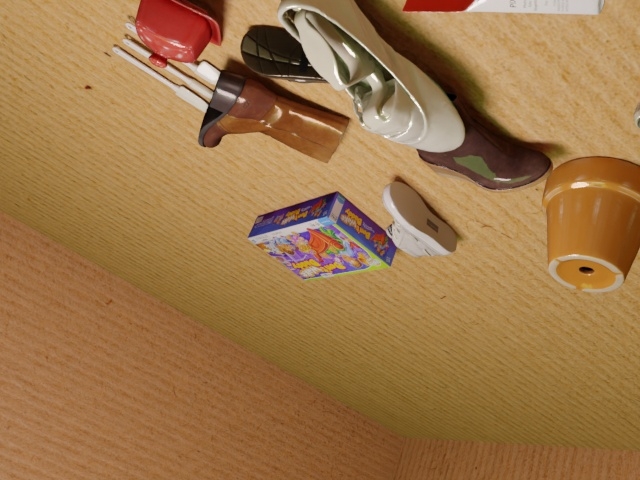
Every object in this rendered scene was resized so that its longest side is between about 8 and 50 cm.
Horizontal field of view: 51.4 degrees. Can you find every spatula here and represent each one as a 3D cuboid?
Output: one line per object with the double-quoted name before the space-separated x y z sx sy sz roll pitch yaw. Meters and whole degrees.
"spatula" -0.310 -0.361 1.388 0.242 0.019 0.168 32 158 -20

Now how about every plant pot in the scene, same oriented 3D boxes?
"plant pot" 0.500 -0.016 1.215 0.205 0.188 0.205 18 154 9

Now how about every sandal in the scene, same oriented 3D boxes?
"sandal" -0.039 -0.324 1.197 0.219 0.090 0.060 10 174 9

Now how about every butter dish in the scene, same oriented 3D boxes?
"butter dish" -0.270 -0.367 1.194 0.160 0.118 0.160 26 178 -7

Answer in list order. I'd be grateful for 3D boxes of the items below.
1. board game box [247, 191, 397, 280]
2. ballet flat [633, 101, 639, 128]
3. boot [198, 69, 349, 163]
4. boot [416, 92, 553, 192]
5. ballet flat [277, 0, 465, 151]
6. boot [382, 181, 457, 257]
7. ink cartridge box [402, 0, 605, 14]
"board game box" 0.000 0.000 1.759 0.233 0.078 0.347 37 150 -28
"ballet flat" 0.562 -0.188 1.001 0.168 0.052 0.057 10 142 10
"boot" -0.106 -0.235 1.416 0.280 0.096 0.264 19 148 -14
"boot" 0.274 -0.179 1.191 0.248 0.090 0.207 7 153 35
"ballet flat" 0.075 -0.259 1.079 0.400 0.139 0.139 44 148 -19
"boot" 0.193 -0.034 1.522 0.123 0.095 0.258 -15 137 42
"ink cartridge box" 0.230 -0.350 0.791 0.232 0.189 0.066 12 152 21
